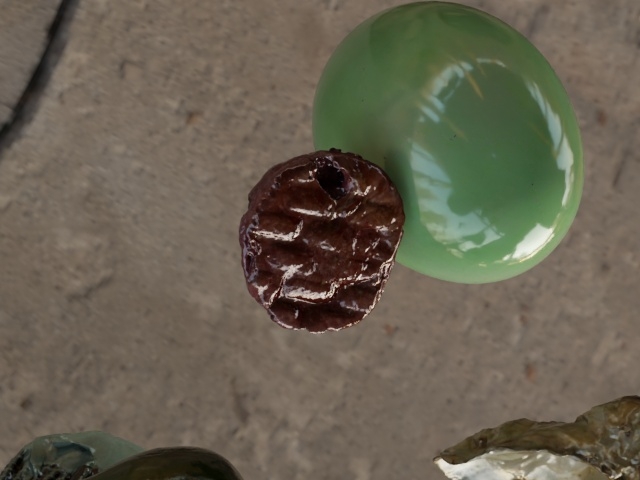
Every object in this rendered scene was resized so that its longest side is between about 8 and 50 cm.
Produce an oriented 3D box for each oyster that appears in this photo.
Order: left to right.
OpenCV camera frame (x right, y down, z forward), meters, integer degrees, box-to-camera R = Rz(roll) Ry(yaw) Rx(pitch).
[{"bbox_3d":[0.216,0.185,1.189,0.161,0.233,0.107,43,51,-35],"label":"oyster"}]

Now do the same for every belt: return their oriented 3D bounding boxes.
[{"bbox_3d":[-0.239,0.312,1.498,0.257,0.207,0.150,-61,158,-56],"label":"belt"}]

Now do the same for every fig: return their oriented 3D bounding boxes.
[{"bbox_3d":[-0.142,0.214,1.195,0.178,0.117,0.117,16,99,-11],"label":"fig"}]

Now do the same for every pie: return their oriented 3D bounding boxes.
[{"bbox_3d":[0.000,0.000,1.164,0.154,0.038,0.153,-9,112,-23],"label":"pie"}]

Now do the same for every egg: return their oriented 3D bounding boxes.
[{"bbox_3d":[0.111,-0.085,1.277,0.220,0.269,0.220,-28,152,-17],"label":"egg"}]
